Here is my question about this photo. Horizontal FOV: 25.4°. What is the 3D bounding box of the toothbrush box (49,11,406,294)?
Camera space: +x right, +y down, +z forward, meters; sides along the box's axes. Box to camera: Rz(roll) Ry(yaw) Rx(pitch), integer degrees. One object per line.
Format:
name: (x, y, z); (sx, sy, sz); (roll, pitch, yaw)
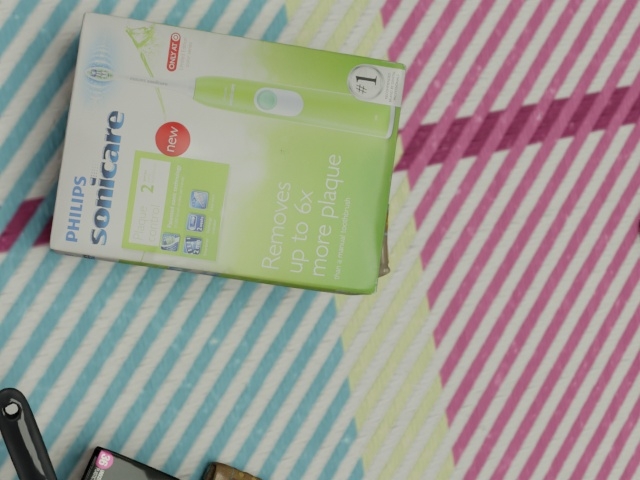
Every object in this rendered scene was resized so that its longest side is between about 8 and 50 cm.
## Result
toothbrush box: (-0.083, -0.070, 1.258); (0.283, 0.122, 0.206); (9, 86, -7)

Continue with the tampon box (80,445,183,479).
tampon box: (-0.149, 0.269, 1.267); (0.161, 0.101, 0.120); (24, 80, -8)

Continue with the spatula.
spatula: (-0.213, 0.262, 1.187); (0.084, 0.030, 0.296); (-21, 91, -8)

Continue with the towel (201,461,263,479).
towel: (-0.064, 0.428, 1.372); (0.271, 0.040, 0.370); (26, 79, -24)

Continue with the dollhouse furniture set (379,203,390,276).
dollhouse furniture set: (0.000, 0.000, 1.397); (0.152, 0.058, 0.076); (2, 83, -45)
